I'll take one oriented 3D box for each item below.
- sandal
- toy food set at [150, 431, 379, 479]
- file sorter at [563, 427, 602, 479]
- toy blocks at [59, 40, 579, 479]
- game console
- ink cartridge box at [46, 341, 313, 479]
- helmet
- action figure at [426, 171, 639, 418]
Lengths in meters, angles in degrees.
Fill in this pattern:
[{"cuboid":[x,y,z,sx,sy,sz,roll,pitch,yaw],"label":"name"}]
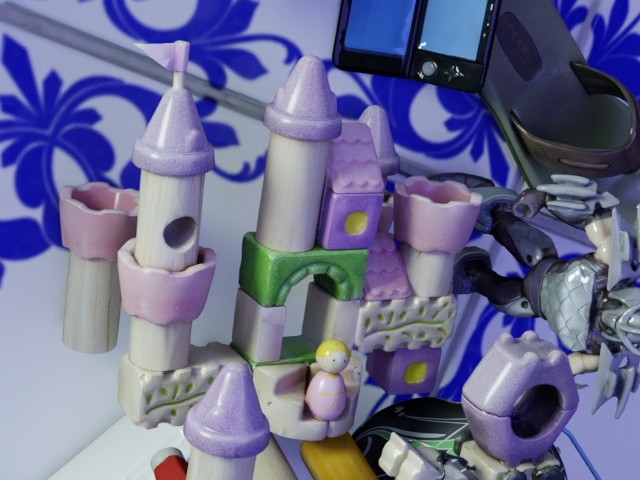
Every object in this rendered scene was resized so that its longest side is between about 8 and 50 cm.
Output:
[{"cuboid":[0.218,-0.103,1.123,0.120,0.086,0.303,-50,123,-6],"label":"sandal"},{"cuboid":[-0.078,0.209,0.934,0.232,0.104,0.111,-44,137,10],"label":"toy food set"},{"cuboid":[0.164,0.253,1.170,0.170,0.104,0.118,-55,126,-29],"label":"file sorter"},{"cuboid":[0.000,0.000,0.898,0.288,0.309,0.260,-2,113,-30],"label":"toy blocks"},{"cuboid":[0.080,-0.184,1.029,0.071,0.107,0.122,-11,115,-57],"label":"game console"},{"cuboid":[-0.071,0.250,1.058,0.198,0.115,0.273,-40,122,-14],"label":"ink cartridge box"},{"cuboid":[0.104,0.204,0.999,0.169,0.161,0.169,-3,94,-48],"label":"helmet"},{"cuboid":[0.165,0.031,1.019,0.099,0.285,0.185,6,102,-31],"label":"action figure"}]
